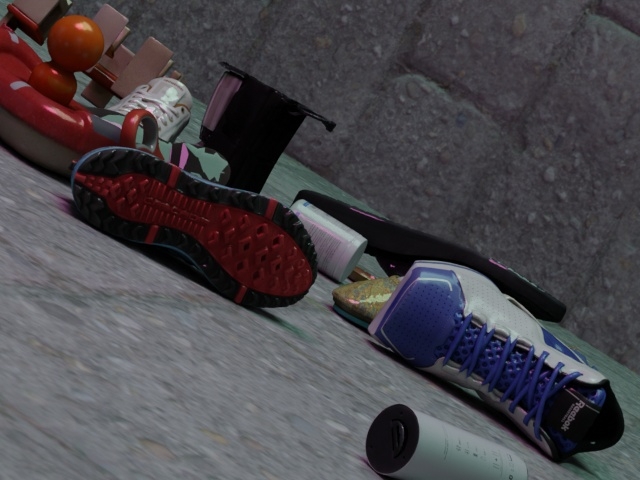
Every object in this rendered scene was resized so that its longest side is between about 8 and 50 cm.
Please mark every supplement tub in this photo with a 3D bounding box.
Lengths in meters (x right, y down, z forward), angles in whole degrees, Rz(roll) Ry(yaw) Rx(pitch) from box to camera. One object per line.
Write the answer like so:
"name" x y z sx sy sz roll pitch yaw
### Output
"supplement tub" 0.000 0.000 2.125 0.107 0.071 0.071 33 6 11

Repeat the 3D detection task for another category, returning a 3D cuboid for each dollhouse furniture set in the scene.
"dollhouse furniture set" -0.332 -0.247 2.277 0.259 0.135 0.262 36 -8 0

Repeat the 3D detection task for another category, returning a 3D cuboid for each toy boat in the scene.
"toy boat" -0.281 -0.168 1.686 0.231 0.151 0.151 35 6 35

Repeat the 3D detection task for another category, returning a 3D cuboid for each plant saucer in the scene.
"plant saucer" 0.061 0.054 2.256 0.083 0.015 0.083 31 4 -3

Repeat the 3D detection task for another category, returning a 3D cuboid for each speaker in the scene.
"speaker" 0.097 0.167 1.219 0.136 0.055 0.055 26 8 -41

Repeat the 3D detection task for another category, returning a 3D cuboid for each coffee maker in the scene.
"coffee maker" -0.101 -0.117 2.062 0.120 0.178 0.171 25 6 -39

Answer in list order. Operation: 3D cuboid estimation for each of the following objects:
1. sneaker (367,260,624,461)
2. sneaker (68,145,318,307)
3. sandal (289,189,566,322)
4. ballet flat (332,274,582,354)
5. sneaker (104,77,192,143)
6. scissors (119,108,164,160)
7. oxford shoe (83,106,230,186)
"sneaker" 0.223 0.141 1.765 0.315 0.127 0.182 31 3 -20
"sneaker" -0.119 -0.026 1.550 0.261 0.104 0.125 29 4 -19
"sandal" 0.144 0.053 2.315 0.445 0.107 0.167 21 -10 26
"ballet flat" 0.173 0.102 1.916 0.348 0.123 0.123 28 6 -23
"sneaker" -0.231 -0.159 2.046 0.106 0.123 0.290 33 7 -1
"scissors" -0.174 -0.082 1.754 0.021 0.109 0.297 7 1 10
"oxford shoe" -0.217 -0.091 1.875 0.212 0.076 0.076 22 -31 -11
